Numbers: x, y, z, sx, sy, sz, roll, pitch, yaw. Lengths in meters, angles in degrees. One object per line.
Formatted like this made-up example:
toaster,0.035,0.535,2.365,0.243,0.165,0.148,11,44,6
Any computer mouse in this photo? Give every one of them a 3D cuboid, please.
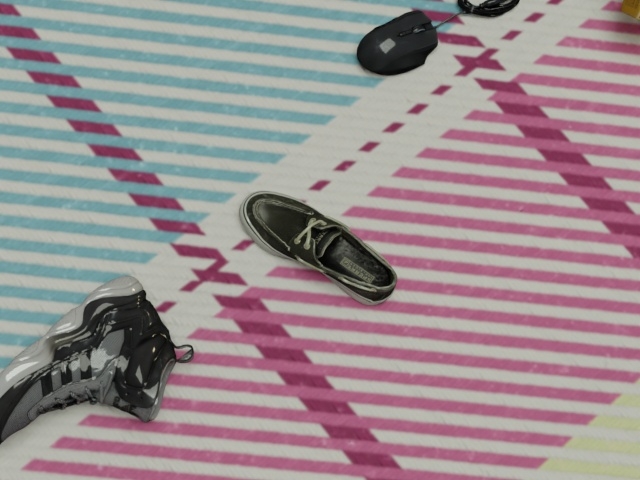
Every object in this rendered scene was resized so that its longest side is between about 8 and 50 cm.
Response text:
computer mouse,0.157,-0.285,1.856,0.242,0.041,0.071,-28,78,-12

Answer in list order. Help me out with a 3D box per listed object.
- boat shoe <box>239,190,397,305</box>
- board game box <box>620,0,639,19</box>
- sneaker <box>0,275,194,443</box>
boat shoe,0.000,0.000,1.749,0.219,0.070,0.078,30,74,3
board game box,0.572,-0.366,1.819,0.316,0.064,0.242,13,105,-12
sneaker,-0.273,0.174,1.660,0.153,0.101,0.268,44,73,10
